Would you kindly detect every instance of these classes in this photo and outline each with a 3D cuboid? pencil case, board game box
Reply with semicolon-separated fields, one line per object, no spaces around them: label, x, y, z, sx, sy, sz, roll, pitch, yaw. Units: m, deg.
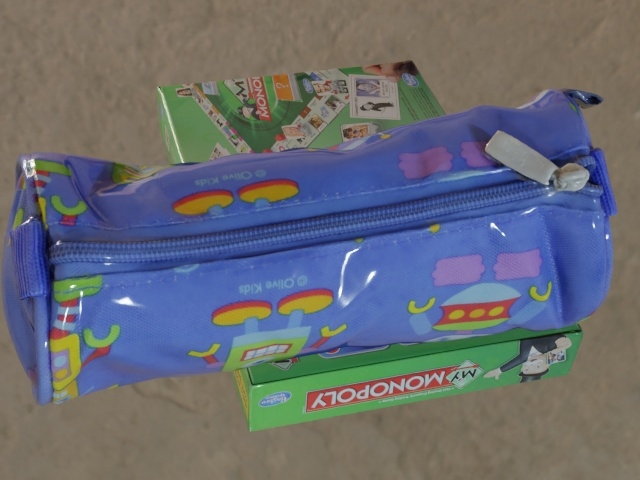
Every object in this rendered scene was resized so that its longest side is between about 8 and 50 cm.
pencil case;0.000;0.000;0.527;0.306;0.133;0.119;-8;75;-13
board game box;0.016;-0.018;0.761;0.213;0.046;0.317;-8;43;-13
